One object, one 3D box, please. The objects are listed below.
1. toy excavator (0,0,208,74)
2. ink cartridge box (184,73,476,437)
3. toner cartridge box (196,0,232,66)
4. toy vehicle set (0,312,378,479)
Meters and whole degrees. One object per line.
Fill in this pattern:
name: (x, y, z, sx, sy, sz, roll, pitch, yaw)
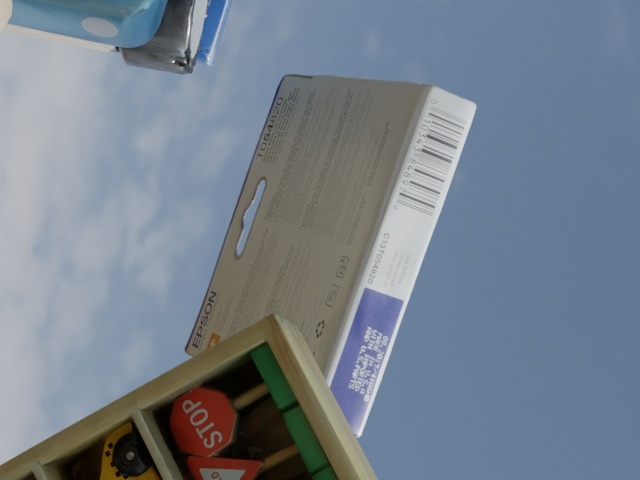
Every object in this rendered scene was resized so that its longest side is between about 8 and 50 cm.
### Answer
toy excavator: (-0.190, -0.260, 1.046, 0.445, 0.222, 0.433, 96, 7, -67)
ink cartridge box: (0.000, 0.000, 1.035, 0.224, 0.045, 0.223, 19, -90, 64)
toner cartridge box: (-0.120, -0.342, 1.360, 0.075, 0.165, 0.348, -98, -155, -86)
toy vehicle set: (-0.024, 0.182, 0.590, 0.166, 0.035, 0.267, -30, -105, 7)
